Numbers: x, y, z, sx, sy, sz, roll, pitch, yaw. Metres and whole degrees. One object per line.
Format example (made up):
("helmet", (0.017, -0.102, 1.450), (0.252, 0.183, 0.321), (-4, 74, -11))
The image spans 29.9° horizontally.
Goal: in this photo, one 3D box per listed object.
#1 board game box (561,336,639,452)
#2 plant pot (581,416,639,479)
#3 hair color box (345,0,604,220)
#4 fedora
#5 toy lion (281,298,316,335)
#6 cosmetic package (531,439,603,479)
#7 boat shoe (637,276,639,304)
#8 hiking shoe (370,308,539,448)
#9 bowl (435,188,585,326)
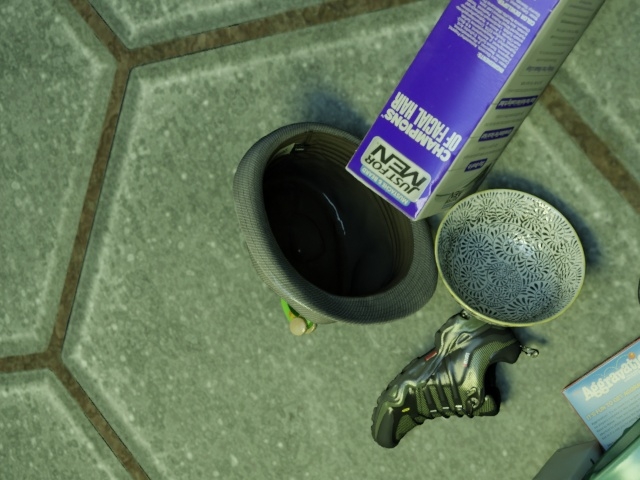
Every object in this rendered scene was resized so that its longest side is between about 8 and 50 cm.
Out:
("board game box", (0.421, 0.149, 1.320), (0.281, 0.027, 0.145), (-39, 83, 25))
("plant pot", (0.411, 0.281, 1.208), (0.255, 0.271, 0.272), (46, 113, 11))
("hair color box", (0.182, -0.192, 1.290), (0.110, 0.185, 0.339), (37, 111, 16))
("fedora", (0.000, 0.000, 1.404), (0.275, 0.243, 0.124), (63, 145, 17))
("toy lion", (-0.011, 0.057, 1.505), (0.100, 0.034, 0.096), (-35, 76, 25))
("cosmetic package", (0.268, 0.300, 1.296), (0.060, 0.239, 0.099), (-24, 88, 27))
("boat shoe", (0.412, -0.022, 1.260), (0.095, 0.079, 0.254), (44, 112, 25))
("hiking shoe", (0.152, 0.181, 1.416), (0.114, 0.086, 0.227), (44, 112, 16))
("bowl", (0.206, 0.034, 1.356), (0.170, 0.170, 0.080), (42, 155, 14))
